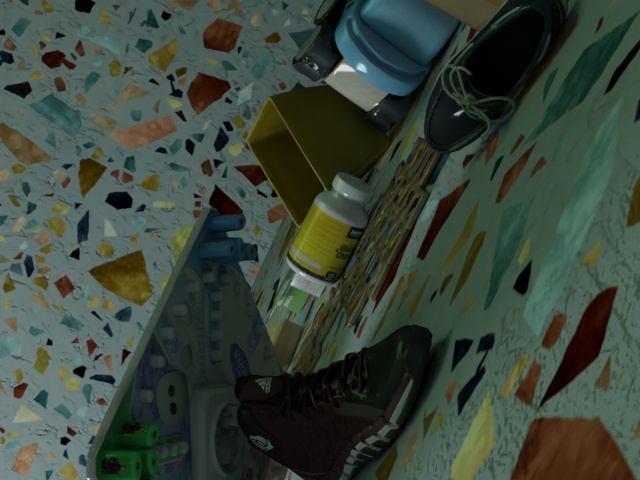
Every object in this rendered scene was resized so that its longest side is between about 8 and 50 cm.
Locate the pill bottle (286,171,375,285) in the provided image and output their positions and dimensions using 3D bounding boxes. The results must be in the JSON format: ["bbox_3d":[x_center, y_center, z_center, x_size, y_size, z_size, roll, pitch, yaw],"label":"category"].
[{"bbox_3d":[0.021,-0.021,1.995,0.184,0.103,0.103,-63,7,17],"label":"pill bottle"}]

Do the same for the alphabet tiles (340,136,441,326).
[{"bbox_3d":[0.103,-0.021,1.752,0.285,0.011,0.342,-63,6,8],"label":"alphabet tiles"}]

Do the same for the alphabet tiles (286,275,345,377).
[{"bbox_3d":[-0.015,0.180,1.938,0.237,0.009,0.198,-63,6,19],"label":"alphabet tiles"}]

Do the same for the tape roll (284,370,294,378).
[{"bbox_3d":[-0.147,0.342,1.822,0.321,0.077,0.321,-56,6,10],"label":"tape roll"}]

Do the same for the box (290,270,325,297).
[{"bbox_3d":[0.000,0.000,2.262,0.324,0.063,0.067,-77,13,-62],"label":"box"}]

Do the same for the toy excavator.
[{"bbox_3d":[0.198,-0.479,2.090,0.445,0.222,0.433,-39,22,42],"label":"toy excavator"}]

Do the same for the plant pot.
[{"bbox_3d":[0.006,-0.182,2.207,0.187,0.212,0.212,-27,-9,-23],"label":"plant pot"}]

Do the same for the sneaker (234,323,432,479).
[{"bbox_3d":[-0.005,0.166,1.207,0.281,0.162,0.106,-59,8,41],"label":"sneaker"}]

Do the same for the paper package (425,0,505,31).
[{"bbox_3d":[0.260,-0.454,1.461,0.310,0.168,0.325,-64,6,-10],"label":"paper package"}]

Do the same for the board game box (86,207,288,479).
[{"bbox_3d":[-0.105,0.227,1.308,0.390,0.050,0.390,-71,-29,-46],"label":"board game box"}]

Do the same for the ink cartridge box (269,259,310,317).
[{"bbox_3d":[-0.041,0.072,2.317,0.109,0.062,0.209,-61,8,31],"label":"ink cartridge box"}]

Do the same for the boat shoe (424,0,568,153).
[{"bbox_3d":[0.193,-0.186,1.319,0.254,0.095,0.079,-48,4,39],"label":"boat shoe"}]

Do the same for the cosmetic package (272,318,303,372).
[{"bbox_3d":[-0.076,0.212,2.152,0.060,0.041,0.115,-56,11,55],"label":"cosmetic package"}]
